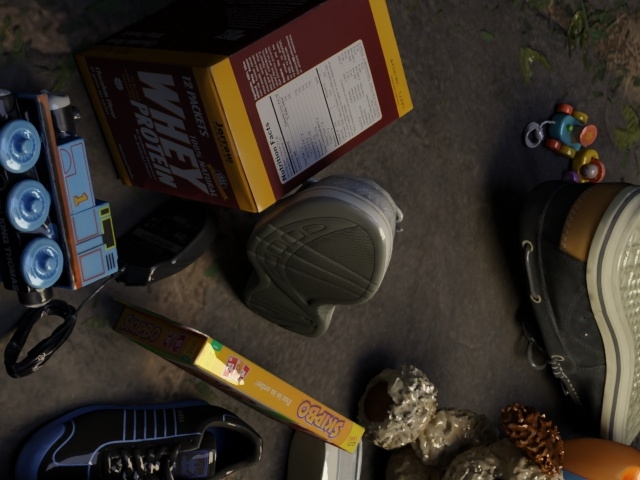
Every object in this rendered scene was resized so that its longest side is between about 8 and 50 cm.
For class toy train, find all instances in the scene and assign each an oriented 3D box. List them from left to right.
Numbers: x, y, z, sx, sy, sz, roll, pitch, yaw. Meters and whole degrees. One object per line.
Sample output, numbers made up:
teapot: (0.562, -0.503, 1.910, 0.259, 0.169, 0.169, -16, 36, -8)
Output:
toy train: (-0.231, -0.040, 1.053, 0.105, 0.080, 0.184, -27, 116, -47)
toy train: (0.307, -0.083, 1.575, 0.125, 0.046, 0.166, -39, 124, -31)

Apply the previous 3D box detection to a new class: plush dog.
plush dog: (0.168, 0.278, 1.403, 0.210, 0.225, 0.263, 3, 97, -44)

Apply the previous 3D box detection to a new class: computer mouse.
computer mouse: (-0.180, 0.046, 1.127, 0.242, 0.071, 0.041, -40, 136, -28)

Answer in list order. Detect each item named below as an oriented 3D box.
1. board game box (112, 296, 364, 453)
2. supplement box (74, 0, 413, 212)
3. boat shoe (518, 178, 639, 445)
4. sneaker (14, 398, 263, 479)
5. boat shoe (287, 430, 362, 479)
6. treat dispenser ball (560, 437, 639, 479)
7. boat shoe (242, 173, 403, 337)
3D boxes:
board game box: (-0.079, 0.127, 1.201, 0.259, 0.124, 0.039, 40, 73, -42)
supplement box: (-0.065, -0.136, 1.103, 0.194, 0.191, 0.129, -36, 121, -33)
boat shoe: (0.344, 0.096, 1.585, 0.187, 0.156, 0.500, -54, 146, -22)
sneaker: (-0.158, 0.193, 1.166, 0.232, 0.090, 0.081, -9, 106, -43)
boat shoe: (0.006, 0.302, 1.357, 0.081, 0.079, 0.228, 6, 93, -40)
treat dispenser ball: (0.320, 0.380, 1.529, 0.288, 0.288, 0.288, -12, 108, -41)
boat shoe: (0.002, 0.002, 1.159, 0.118, 0.320, 0.103, 25, 69, 0)
